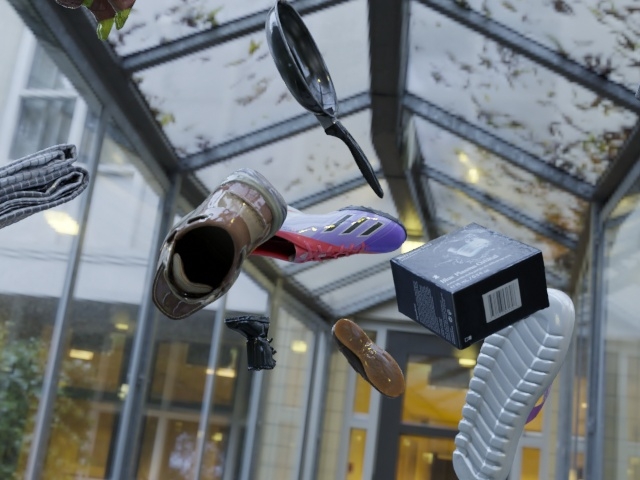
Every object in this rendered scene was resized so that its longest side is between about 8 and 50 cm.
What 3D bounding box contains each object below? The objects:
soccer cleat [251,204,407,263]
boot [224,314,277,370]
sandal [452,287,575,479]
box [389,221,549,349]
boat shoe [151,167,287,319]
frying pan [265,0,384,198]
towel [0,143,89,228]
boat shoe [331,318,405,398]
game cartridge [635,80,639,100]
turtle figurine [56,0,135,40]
[{"bbox_3d":[0.000,0.000,1.685,0.318,0.116,0.109,6,-48,-2],"label":"soccer cleat"},{"bbox_3d":[-0.126,0.187,1.668,0.045,0.099,0.121,-10,-11,32],"label":"boot"},{"bbox_3d":[0.362,0.274,1.708,0.102,0.416,0.169,10,20,-37],"label":"sandal"},{"bbox_3d":[0.206,0.059,1.291,0.156,0.093,0.158,-23,25,-21],"label":"box"},{"bbox_3d":[-0.165,0.025,1.236,0.123,0.116,0.324,39,-42,-1],"label":"boat shoe"},{"bbox_3d":[0.002,-0.227,1.427,0.053,0.197,0.326,-23,-55,16],"label":"frying pan"},{"bbox_3d":[-0.617,-0.078,1.771,0.235,0.121,0.283,-10,15,48],"label":"towel"},{"bbox_3d":[0.103,0.257,1.991,0.073,0.207,0.073,-34,-15,-20],"label":"boat shoe"},{"bbox_3d":[0.426,-0.251,0.746,0.230,0.355,0.068,25,23,27],"label":"game cartridge"},{"bbox_3d":[-0.311,-0.292,0.973,0.217,0.087,0.269,23,-24,-29],"label":"turtle figurine"}]
